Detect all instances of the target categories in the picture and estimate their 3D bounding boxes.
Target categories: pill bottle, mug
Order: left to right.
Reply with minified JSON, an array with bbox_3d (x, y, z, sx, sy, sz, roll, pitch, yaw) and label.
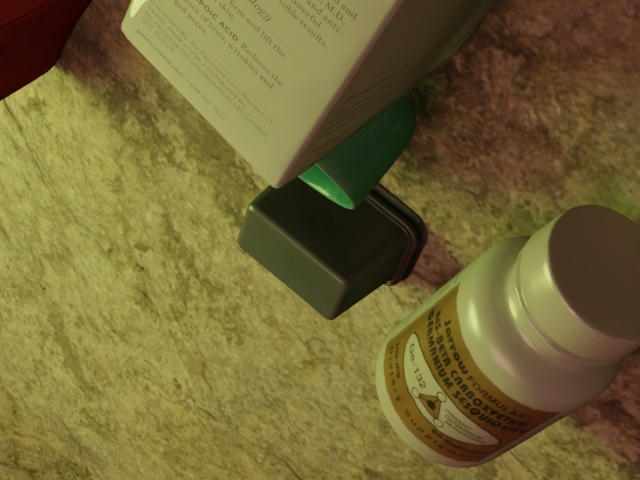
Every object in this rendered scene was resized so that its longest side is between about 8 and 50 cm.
[{"bbox_3d":[0.000,-0.103,1.009,0.129,0.097,0.158,42,175,-31],"label":"mug"},{"bbox_3d":[0.145,0.071,0.989,0.131,0.131,0.229,48,143,3],"label":"pill bottle"}]

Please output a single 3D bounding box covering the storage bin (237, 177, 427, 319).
[{"bbox_3d":[0.000,0.000,1.112,0.135,0.091,0.098,40,142,15],"label":"storage bin"}]

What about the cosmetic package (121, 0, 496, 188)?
[{"bbox_3d":[0.054,-0.224,0.769,0.156,0.217,0.385,45,141,8],"label":"cosmetic package"}]

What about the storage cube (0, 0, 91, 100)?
[{"bbox_3d":[-0.332,-0.219,1.183,0.215,0.193,0.184,49,143,0],"label":"storage cube"}]
